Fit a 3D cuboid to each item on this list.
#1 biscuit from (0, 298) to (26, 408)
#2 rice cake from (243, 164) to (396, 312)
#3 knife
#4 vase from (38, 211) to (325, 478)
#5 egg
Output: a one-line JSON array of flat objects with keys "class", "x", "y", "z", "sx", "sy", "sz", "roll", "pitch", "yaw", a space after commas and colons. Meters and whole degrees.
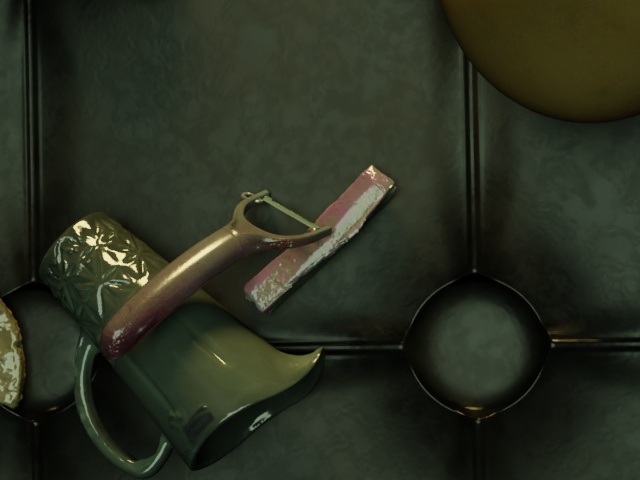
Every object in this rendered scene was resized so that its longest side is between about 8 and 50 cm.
[{"class": "biscuit", "x": -0.432, "y": 0.088, "z": 1.937, "sx": 0.250, "sy": 0.032, "sz": 0.133, "roll": 23, "pitch": 93, "yaw": 10}, {"class": "rice cake", "x": 0.000, "y": 0.000, "z": 1.859, "sx": 0.207, "sy": 0.036, "sz": 0.047, "roll": -42, "pitch": 82, "yaw": 8}, {"class": "knife", "x": -0.129, "y": 0.027, "z": 1.786, "sx": 0.278, "sy": 0.053, "sz": 0.123, "roll": -35, "pitch": 42, "yaw": -29}, {"class": "vase", "x": -0.177, "y": 0.113, "z": 1.840, "sx": 0.301, "sy": 0.156, "sz": 0.251, "roll": 44, "pitch": 94, "yaw": 14}, {"class": "egg", "x": 0.261, "y": -0.301, "z": 1.686, "sx": 0.301, "sy": 0.301, "sz": 0.373, "roll": -2, "pitch": 80, "yaw": 10}]
